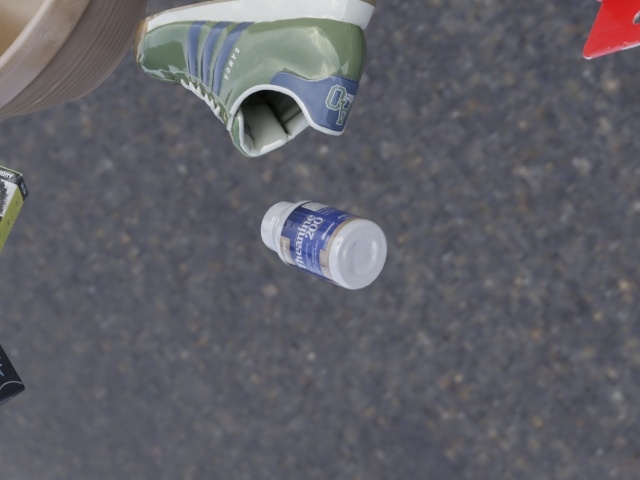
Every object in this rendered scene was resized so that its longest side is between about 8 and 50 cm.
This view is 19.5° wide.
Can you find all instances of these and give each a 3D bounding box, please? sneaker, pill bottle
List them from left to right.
[{"bbox_3d":[-0.047,-0.090,1.073,0.192,0.064,0.086,-4,78,48],"label":"sneaker"},{"bbox_3d":[0.000,0.000,1.743,0.120,0.067,0.067,20,136,47],"label":"pill bottle"}]

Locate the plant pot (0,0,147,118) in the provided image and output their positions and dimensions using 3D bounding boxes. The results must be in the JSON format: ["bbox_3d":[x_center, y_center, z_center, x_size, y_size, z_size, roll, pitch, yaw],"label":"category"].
[{"bbox_3d":[-0.204,-0.179,1.373,0.110,0.237,0.237,29,163,-37],"label":"plant pot"}]

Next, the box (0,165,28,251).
[{"bbox_3d":[-0.379,0.029,1.871,0.087,0.232,0.058,21,162,5],"label":"box"}]

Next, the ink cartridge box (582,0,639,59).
[{"bbox_3d":[0.219,-0.241,1.194,0.078,0.231,0.134,31,156,-27],"label":"ink cartridge box"}]

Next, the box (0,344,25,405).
[{"bbox_3d":[-0.366,0.110,1.330,0.163,0.247,0.142,-32,85,29],"label":"box"}]
